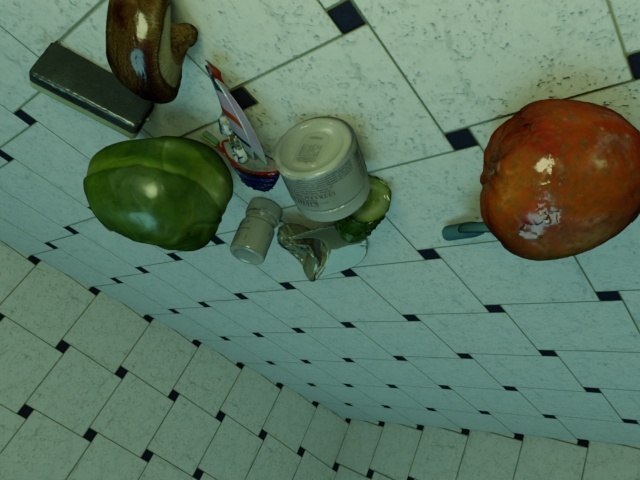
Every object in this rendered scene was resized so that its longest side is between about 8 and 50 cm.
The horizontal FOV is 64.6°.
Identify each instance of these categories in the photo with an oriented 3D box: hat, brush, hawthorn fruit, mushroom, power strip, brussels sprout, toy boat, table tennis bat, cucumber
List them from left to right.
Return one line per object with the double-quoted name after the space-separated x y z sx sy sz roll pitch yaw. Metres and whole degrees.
-0.507 -0.332 1.145 0.257 0.105 0.070 27 152 -14 "power strip"
-0.316 -0.354 0.903 0.138 0.194 0.231 15 141 5 "mushroom"
-0.373 -0.108 1.246 0.315 0.276 0.371 -3 174 10 "brussels sprout"
-0.256 -0.238 1.248 0.021 0.018 0.083 -23 130 38 "brush"
-0.161 -0.227 1.100 0.219 0.072 0.318 45 157 18 "toy boat"
0.000 0.000 1.467 0.245 0.149 0.214 -24 135 2 "hat"
0.091 -0.057 1.260 0.134 0.134 0.244 17 156 3 "cucumber"
0.391 -0.026 1.115 0.215 0.044 0.329 -3 180 -26 "table tennis bat"
0.424 -0.105 0.842 0.307 0.276 0.276 -4 147 8 "hawthorn fruit"

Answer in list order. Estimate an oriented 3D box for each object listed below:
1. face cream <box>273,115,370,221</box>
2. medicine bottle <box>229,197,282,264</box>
0.005 -0.152 1.073 0.177 0.177 0.153 5 148 25 "face cream"
-0.179 -0.025 1.417 0.105 0.168 0.105 15 152 8 "medicine bottle"
